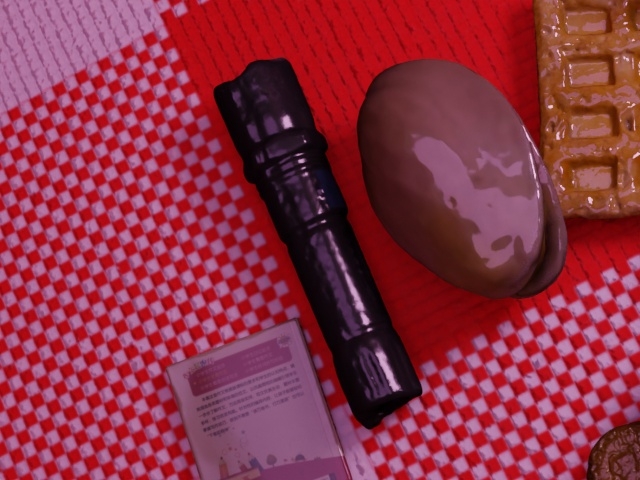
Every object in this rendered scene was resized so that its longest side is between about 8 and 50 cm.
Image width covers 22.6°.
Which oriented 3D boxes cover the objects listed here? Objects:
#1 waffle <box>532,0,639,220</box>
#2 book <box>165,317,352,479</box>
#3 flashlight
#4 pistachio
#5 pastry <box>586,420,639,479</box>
[{"bbox_3d":[0.317,-0.154,1.723,0.168,0.057,0.274,-3,78,13],"label":"waffle"},{"bbox_3d":[-0.063,0.219,1.758,0.162,0.022,0.232,-21,75,6],"label":"book"},{"bbox_3d":[0.000,0.000,1.753,0.103,0.103,0.424,-25,76,8],"label":"flashlight"},{"bbox_3d":[0.150,-0.067,1.681,0.288,0.166,0.197,49,118,18],"label":"pistachio"},{"bbox_3d":[0.322,0.238,1.643,0.097,0.057,0.109,35,87,19],"label":"pastry"}]
